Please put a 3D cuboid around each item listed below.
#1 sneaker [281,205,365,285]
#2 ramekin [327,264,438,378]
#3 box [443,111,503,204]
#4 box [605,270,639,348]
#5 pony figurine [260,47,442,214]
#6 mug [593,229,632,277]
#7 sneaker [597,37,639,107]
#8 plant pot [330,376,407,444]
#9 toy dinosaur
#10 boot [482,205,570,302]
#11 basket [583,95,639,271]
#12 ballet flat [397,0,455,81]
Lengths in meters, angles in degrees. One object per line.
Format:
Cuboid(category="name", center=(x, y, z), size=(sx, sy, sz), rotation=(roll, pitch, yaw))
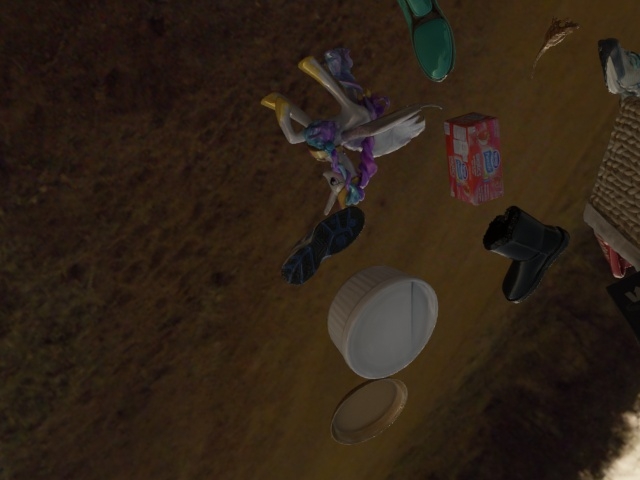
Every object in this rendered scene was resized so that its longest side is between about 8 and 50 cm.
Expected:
Cuboid(category="sneaker", center=(0.000, 0.000, 1.557), size=(0.211, 0.080, 0.081), rotation=(-38, -163, 4))
Cuboid(category="ramekin", center=(0.139, 0.183, 1.805), size=(0.272, 0.127, 0.273), rotation=(-17, 123, -28))
Cuboid(category="box", center=(0.477, -0.255, 2.352), size=(0.122, 0.128, 0.257), rotation=(-19, 114, -21))
Cuboid(category="box", center=(0.542, 0.111, 1.133), size=(0.156, 0.158, 0.093), rotation=(-30, 140, 13))
Cuboid(category="pony figurine", center=(0.077, -0.277, 1.809), size=(0.351, 0.364, 0.303), rotation=(-33, 172, 0))
Cuboid(category="mug", center=(0.822, 0.007, 2.077), size=(0.113, 0.150, 0.169), rotation=(-28, 145, 20))
Cuboid(category="sneaker", center=(0.686, -0.363, 1.634), size=(0.122, 0.110, 0.283), rotation=(-17, 152, 33))
Cuboid(category="plant pot", center=(0.124, 0.446, 2.014), size=(0.236, 0.032, 0.236), rotation=(-19, 133, -21))
Cuboid(category="toy dinosaur", center=(0.603, -0.527, 1.981), size=(0.112, 0.064, 0.211), rotation=(-55, 180, -21))
Cuboid(category="boot", center=(0.485, 0.035, 1.922), size=(0.207, 0.094, 0.247), rotation=(18, 120, -28))
Cuboid(category="basket", center=(0.699, -0.083, 1.349), size=(0.331, 0.328, 0.267), rotation=(-90, -170, -72))
Cuboid(category="ballet flat", center=(0.214, -0.438, 1.527), size=(0.083, 0.247, 0.087), rotation=(-19, -179, 13))
